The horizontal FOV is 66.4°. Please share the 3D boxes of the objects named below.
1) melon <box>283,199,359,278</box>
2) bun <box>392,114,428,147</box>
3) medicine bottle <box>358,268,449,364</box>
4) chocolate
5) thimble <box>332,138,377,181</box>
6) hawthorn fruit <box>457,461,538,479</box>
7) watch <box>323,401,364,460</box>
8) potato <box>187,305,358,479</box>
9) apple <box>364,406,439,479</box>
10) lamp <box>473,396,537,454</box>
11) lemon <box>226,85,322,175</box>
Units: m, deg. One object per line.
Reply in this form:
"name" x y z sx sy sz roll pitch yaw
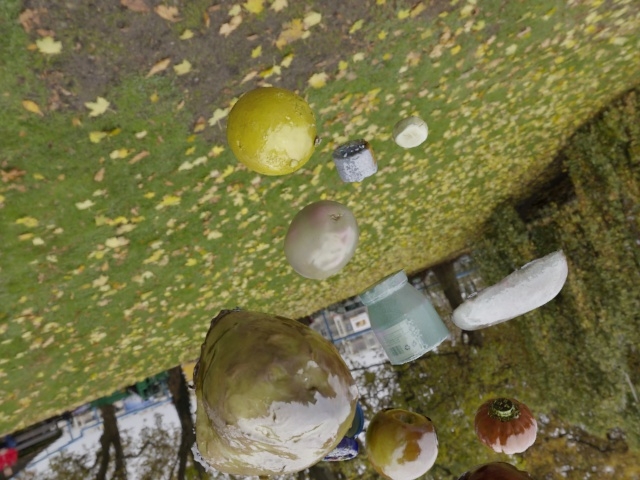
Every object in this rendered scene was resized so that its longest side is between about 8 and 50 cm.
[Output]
"melon" 0.000 0.000 1.534 0.223 0.223 0.317 -18 162 -23
"bun" 0.290 -0.357 1.586 0.115 0.069 0.115 1 147 1
"medicine bottle" 0.295 0.272 1.800 0.245 0.290 0.245 -29 175 -3
"chocolate" 0.470 0.139 1.209 0.303 0.100 0.185 -26 163 1
"thimble" 0.130 -0.297 1.831 0.151 0.118 0.127 -20 -145 4
"hawthorn fruit" 0.447 0.724 1.205 0.308 0.324 0.308 19 160 7
"watch" 0.031 0.579 1.534 0.196 0.200 0.171 21 141 -25
"potato" -0.047 0.252 0.788 0.237 0.300 0.289 -10 168 41
"apple" 0.254 0.628 1.535 0.237 0.207 0.237 3 -163 -1
"lamp" 0.682 0.682 1.810 0.223 0.196 0.223 -11 -159 4
"lemon" -0.099 -0.220 0.977 0.173 0.206 0.173 -36 143 -34
